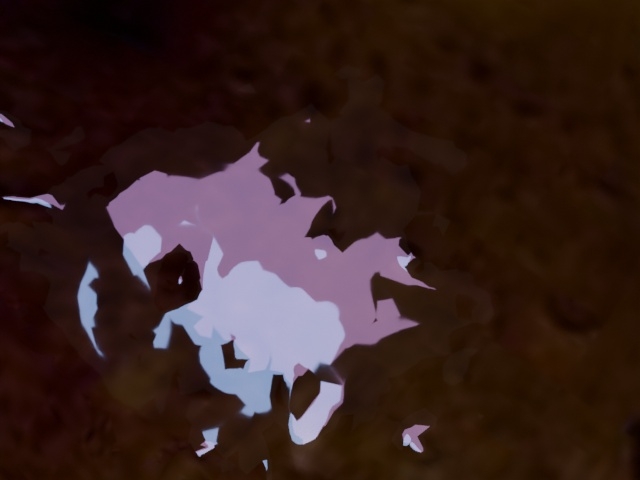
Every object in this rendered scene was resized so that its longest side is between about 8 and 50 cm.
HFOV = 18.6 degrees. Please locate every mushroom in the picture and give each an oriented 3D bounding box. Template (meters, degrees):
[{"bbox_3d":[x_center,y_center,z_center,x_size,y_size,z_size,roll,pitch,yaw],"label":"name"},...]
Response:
[{"bbox_3d":[-0.001,0.007,0.579,0.334,0.331,0.356,27,120,-6],"label":"mushroom"}]
